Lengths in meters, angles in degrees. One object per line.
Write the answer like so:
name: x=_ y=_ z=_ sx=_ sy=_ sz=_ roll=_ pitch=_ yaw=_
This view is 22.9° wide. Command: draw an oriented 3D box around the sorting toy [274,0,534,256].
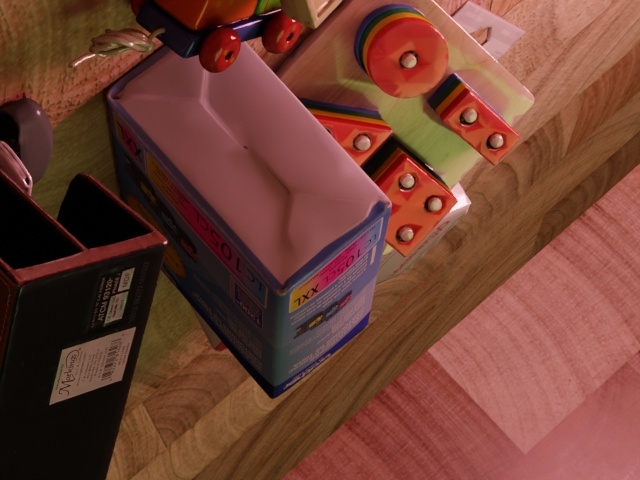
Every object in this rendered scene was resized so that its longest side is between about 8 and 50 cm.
sorting toy: x=0.080 y=-0.130 z=1.751 sx=0.257 sy=0.255 sz=0.089 roll=-46 pitch=-151 yaw=10

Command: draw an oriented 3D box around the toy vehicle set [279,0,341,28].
toy vehicle set: x=0.046 y=-0.327 z=1.347 sx=0.267 sy=0.035 sz=0.166 roll=-49 pitch=149 yaw=-21

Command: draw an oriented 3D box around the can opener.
can opener: x=-0.287 y=-0.015 z=1.446 sx=0.093 sy=0.074 sz=0.280 roll=-34 pitch=163 yaw=-33

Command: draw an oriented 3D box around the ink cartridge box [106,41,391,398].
ink cartridge box: x=-0.075 y=-0.010 z=1.629 sx=0.151 sy=0.270 sz=0.395 roll=-37 pitch=164 yaw=-15

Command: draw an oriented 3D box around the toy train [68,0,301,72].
toy train: x=-0.101 y=-0.224 z=1.326 sx=0.248 sy=0.105 sz=0.143 roll=-25 pitch=146 yaw=-50

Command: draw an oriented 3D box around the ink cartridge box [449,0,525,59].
ink cartridge box: x=0.112 y=-0.205 z=1.970 sx=0.261 sy=0.066 sz=0.296 roll=-46 pitch=165 yaw=14

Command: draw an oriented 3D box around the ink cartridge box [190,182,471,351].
ink cartridge box: x=0.000 y=0.000 z=1.973 sx=0.306 sy=0.131 sz=0.226 roll=-24 pitch=167 yaw=-32

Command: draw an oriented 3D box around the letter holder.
letter holder: x=-0.281 y=0.080 z=1.343 sx=0.152 sy=0.214 sz=0.302 roll=-18 pitch=136 yaw=-43
